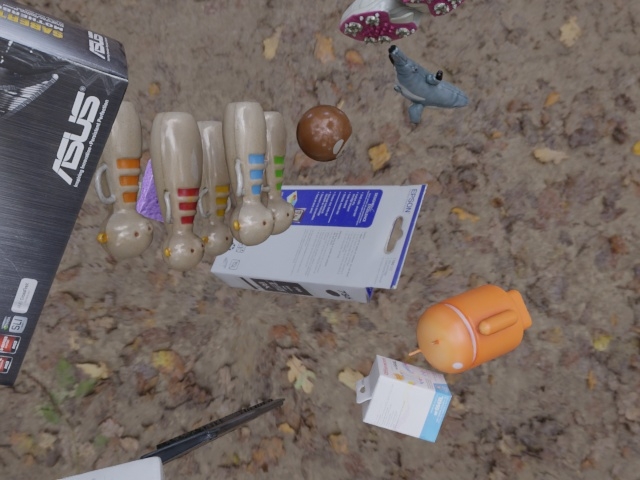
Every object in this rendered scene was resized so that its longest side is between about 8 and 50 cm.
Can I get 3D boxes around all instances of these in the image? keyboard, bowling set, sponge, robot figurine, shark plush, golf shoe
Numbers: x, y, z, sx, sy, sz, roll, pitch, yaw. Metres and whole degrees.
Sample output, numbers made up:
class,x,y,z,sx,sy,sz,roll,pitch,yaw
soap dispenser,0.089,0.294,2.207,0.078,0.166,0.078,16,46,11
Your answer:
class,x,y,z,sx,sy,sz,roll,pitch,yaw
keyboard,-0.182,0.299,0.987,0.202,0.317,0.033,-30,77,9
bowling set,-0.071,-0.048,0.608,0.200,0.287,0.154,-1,97,13
sponge,-0.327,-0.144,1.399,0.031,0.117,0.209,20,91,32
robot figurine,0.260,0.154,1.121,0.220,0.158,0.128,-17,119,-25
shark plush,0.134,-0.216,0.832,0.067,0.161,0.073,10,69,37
golf shoe,0.148,-0.450,1.152,0.115,0.306,0.140,15,77,-35

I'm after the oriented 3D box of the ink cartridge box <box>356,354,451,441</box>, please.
class,x,y,z,sx,sy,sz,roll,pitch,yaw
ink cartridge box,0.134,0.264,1.097,0.143,0.092,0.089,17,102,-3

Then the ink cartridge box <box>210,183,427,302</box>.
class,x,y,z,sx,sy,sz,roll,pitch,yaw
ink cartridge box,0.000,0.000,0.947,0.333,0.065,0.165,4,62,38

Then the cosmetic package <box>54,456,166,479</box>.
class,x,y,z,sx,sy,sz,roll,pitch,yaw
cosmetic package,-0.214,0.346,0.643,0.152,0.151,0.183,-10,128,-13

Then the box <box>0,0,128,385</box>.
class,x,y,z,sx,sy,sz,roll,pitch,yaw
box,-0.227,-0.027,0.338,0.183,0.056,0.231,15,121,-31
